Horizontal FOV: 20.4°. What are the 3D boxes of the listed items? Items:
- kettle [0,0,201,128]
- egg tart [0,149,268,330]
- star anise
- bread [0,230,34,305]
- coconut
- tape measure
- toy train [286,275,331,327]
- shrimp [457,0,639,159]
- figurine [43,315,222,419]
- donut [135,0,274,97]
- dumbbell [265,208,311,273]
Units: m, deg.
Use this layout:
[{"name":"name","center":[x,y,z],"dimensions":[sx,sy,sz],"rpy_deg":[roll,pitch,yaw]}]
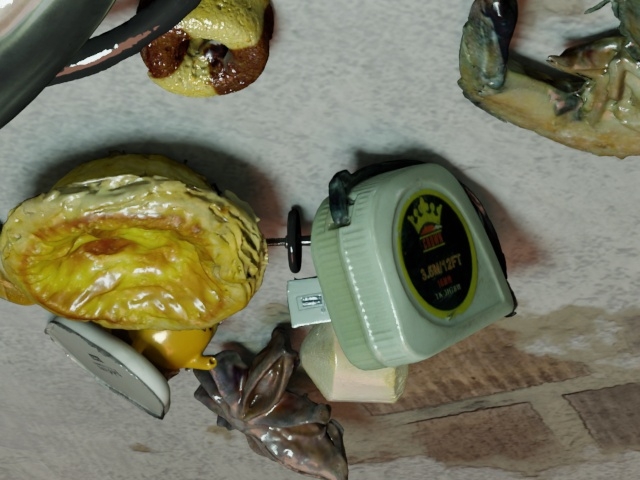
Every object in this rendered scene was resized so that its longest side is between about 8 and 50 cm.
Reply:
[{"name":"kettle","center":[-0.237,-0.207,1.425],"dimensions":[0.271,0.207,0.251],"rpy_deg":[-32,114,30]},{"name":"egg tart","center":[-0.191,-0.006,1.832],"dimensions":[0.294,0.116,0.295],"rpy_deg":[0,150,0]},{"name":"star anise","center":[-0.055,0.202,2.169],"dimensions":[0.198,0.111,0.257],"rpy_deg":[7,142,42]},{"name":"bread","center":[-0.374,0.004,1.911],"dimensions":[0.073,0.053,0.214],"rpy_deg":[-21,139,25]},{"name":"coconut","center":[0.036,0.132,2.048],"dimensions":[0.122,0.116,0.116],"rpy_deg":[3,148,-8]},{"name":"tape measure","center":[0.090,0.014,1.800],"dimensions":[0.115,0.207,0.235],"rpy_deg":[-18,-177,39]},{"name":"toy train","center":[0.010,0.060,1.904],"dimensions":[0.051,0.052,0.234],"rpy_deg":[-7,179,11]},{"name":"shrimp","center":[0.240,-0.196,1.555],"dimensions":[0.272,0.085,0.445],"rpy_deg":[-2,153,15]},{"name":"figurine","center":[-0.209,0.097,2.043],"dimensions":[0.166,0.141,0.250],"rpy_deg":[48,162,-32]},{"name":"donut","center":[-0.107,-0.181,1.600],"dimensions":[0.140,0.059,0.140],"rpy_deg":[-2,150,-1]},{"name":"dumbbell","center":[0.000,0.000,1.877],"dimensions":[0.147,0.069,0.069],"rpy_deg":[-2,148,6]}]
